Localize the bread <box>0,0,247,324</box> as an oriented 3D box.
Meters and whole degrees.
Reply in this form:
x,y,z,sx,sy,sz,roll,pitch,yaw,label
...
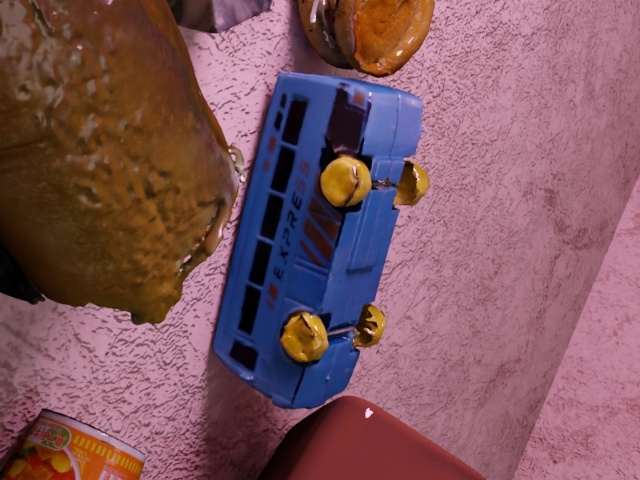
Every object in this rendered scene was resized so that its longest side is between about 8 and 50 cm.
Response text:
x,y,z,sx,sy,sz,roll,pitch,yaw,label
-0.204,-0.111,0.710,0.251,0.208,0.376,-56,143,-29,bread

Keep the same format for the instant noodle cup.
x,y,z,sx,sy,sz,roll,pitch,yaw,label
-0.253,0.267,0.897,0.185,0.169,0.168,-66,149,-20,instant noodle cup

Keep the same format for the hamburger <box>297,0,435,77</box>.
x,y,z,sx,sy,sz,roll,pitch,yaw,label
0.043,-0.276,1.082,0.186,0.113,0.177,-29,137,-37,hamburger

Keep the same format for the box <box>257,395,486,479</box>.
x,y,z,sx,sy,sz,roll,pitch,yaw,label
0.028,0.363,1.194,0.229,0.239,0.339,-58,-177,-25,box

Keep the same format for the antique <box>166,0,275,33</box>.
x,y,z,sx,sy,sz,roll,pitch,yaw,label
-0.107,-0.290,0.852,0.086,0.088,0.182,-38,136,-41,antique

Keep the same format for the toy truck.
x,y,z,sx,sy,sz,roll,pitch,yaw,label
0.000,0.000,1.113,0.161,0.162,0.384,-7,114,-56,toy truck
